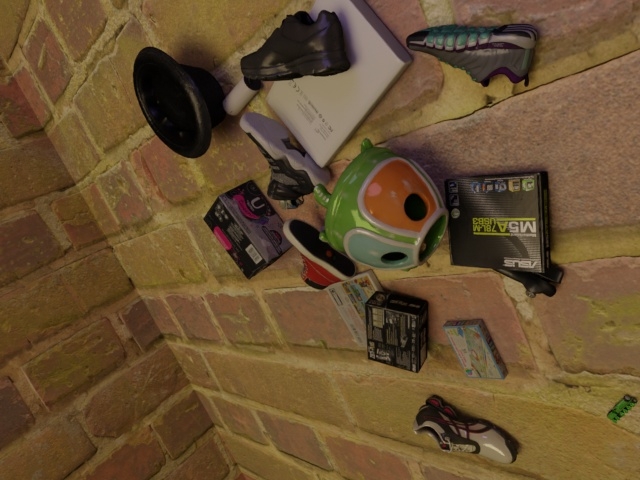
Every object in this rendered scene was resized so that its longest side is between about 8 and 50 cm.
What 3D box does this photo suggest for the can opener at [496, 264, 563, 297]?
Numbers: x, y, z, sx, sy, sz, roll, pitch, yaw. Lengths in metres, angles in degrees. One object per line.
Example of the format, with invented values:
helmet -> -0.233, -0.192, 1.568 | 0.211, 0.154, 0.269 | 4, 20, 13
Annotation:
can opener -> 0.393, 0.060, 0.928 | 0.186, 0.073, 0.059 | 25, 172, 36

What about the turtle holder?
turtle holder -> 0.136, -0.031, 0.965 | 0.227, 0.243, 0.320 | 32, 136, 26

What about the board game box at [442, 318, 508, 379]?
board game box -> 0.377, 0.266, 1.105 | 0.103, 0.026, 0.154 | -17, 104, 50

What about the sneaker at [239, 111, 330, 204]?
sneaker -> -0.116, -0.195, 1.157 | 0.268, 0.101, 0.153 | 37, 130, -14

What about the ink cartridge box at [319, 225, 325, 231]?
ink cartridge box -> 0.000, 0.000, 1.301 | 0.048, 0.028, 0.083 | 46, 140, 9

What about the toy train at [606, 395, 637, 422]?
toy train -> 0.614, 0.344, 0.923 | 0.023, 0.017, 0.083 | 41, 141, 33

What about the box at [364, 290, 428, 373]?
box -> 0.201, 0.239, 1.193 | 0.147, 0.077, 0.180 | 8, 116, 30

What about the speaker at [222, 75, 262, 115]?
speaker -> -0.212, -0.393, 1.215 | 0.136, 0.055, 0.055 | -26, 97, 51

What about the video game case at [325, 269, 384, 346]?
video game case -> 0.131, 0.204, 1.317 | 0.206, 0.026, 0.227 | -24, 98, 51

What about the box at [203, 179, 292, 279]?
box -> -0.219, -0.034, 1.416 | 0.247, 0.142, 0.163 | 53, 140, 1

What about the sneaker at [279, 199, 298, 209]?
sneaker -> -0.090, -0.147, 1.280 | 0.058, 0.052, 0.135 | 10, 132, 30

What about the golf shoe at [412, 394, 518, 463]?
golf shoe -> 0.384, 0.538, 1.223 | 0.272, 0.120, 0.105 | 18, 127, 36

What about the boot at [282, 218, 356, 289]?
boot -> -0.042, 0.050, 1.282 | 0.244, 0.088, 0.176 | 41, 141, -18

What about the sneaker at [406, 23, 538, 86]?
sneaker -> 0.248, -0.312, 0.778 | 0.223, 0.083, 0.098 | 19, 134, 36

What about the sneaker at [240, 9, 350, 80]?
sneaker -> -0.060, -0.407, 0.954 | 0.286, 0.109, 0.130 | 8, 112, 36

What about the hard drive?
hard drive -> 0.020, -0.355, 1.009 | 0.233, 0.047, 0.353 | 52, 142, 5

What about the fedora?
fedora -> -0.387, -0.406, 1.309 | 0.334, 0.152, 0.334 | 26, 133, 32

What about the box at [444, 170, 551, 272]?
box -> 0.340, -0.036, 0.879 | 0.190, 0.045, 0.184 | 4, 103, 45
